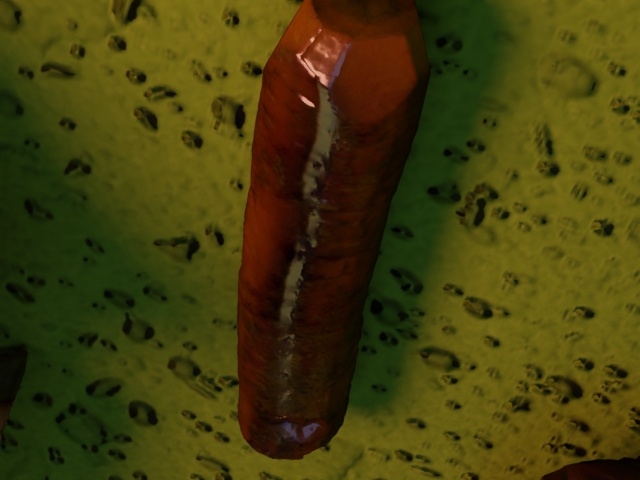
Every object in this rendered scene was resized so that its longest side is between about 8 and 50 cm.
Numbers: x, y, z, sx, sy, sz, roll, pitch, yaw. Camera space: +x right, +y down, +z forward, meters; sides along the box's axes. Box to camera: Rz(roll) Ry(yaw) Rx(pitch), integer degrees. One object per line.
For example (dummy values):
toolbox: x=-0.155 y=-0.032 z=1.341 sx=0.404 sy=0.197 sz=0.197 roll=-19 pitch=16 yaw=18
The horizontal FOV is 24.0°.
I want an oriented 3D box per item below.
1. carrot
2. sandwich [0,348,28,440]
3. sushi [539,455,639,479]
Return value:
carrot: x=0.000 y=0.000 z=0.678 sx=0.070 sy=0.070 sz=0.260 roll=10 pitch=132 yaw=2
sandwich: x=-0.212 y=0.162 z=0.818 sx=0.187 sy=0.117 sz=0.144 roll=-17 pitch=127 yaw=20
sushi: x=0.170 y=0.213 z=0.754 sx=0.239 sy=0.218 sz=0.225 roll=5 pitch=173 yaw=-28
